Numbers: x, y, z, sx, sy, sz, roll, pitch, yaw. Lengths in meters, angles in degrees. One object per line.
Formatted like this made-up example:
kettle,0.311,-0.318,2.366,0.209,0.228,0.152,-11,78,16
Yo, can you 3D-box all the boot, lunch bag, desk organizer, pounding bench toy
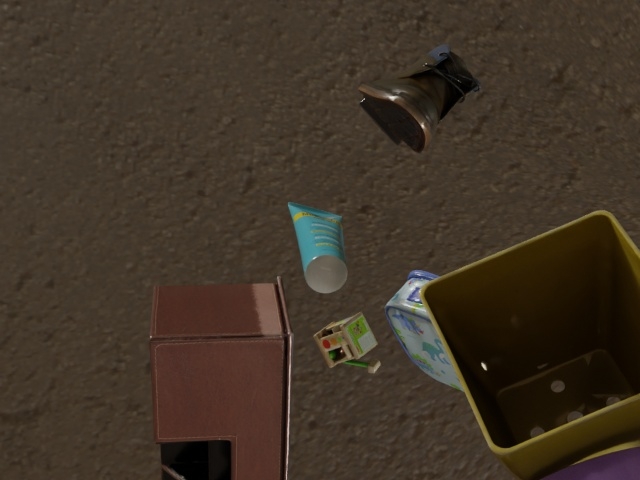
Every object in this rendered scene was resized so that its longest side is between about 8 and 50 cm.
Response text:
boot,0.096,-0.144,0.831,0.106,0.219,0.082,-43,98,3
lunch bag,0.201,0.133,1.221,0.219,0.176,0.090,17,59,47
desk organizer,-0.039,0.083,0.356,0.050,0.047,0.130,-1,113,-8
pounding bench toy,0.040,0.155,1.274,0.065,0.052,0.083,-25,93,39

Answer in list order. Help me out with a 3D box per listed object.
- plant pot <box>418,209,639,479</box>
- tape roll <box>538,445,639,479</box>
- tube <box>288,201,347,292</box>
plant pot,0.250,0.135,0.913,0.212,0.187,0.212,-24,45,3
tape roll,0.298,0.305,0.880,0.275,0.275,0.090,-35,44,22
tube,0.000,0.000,1.182,0.080,0.207,0.052,20,111,-13
